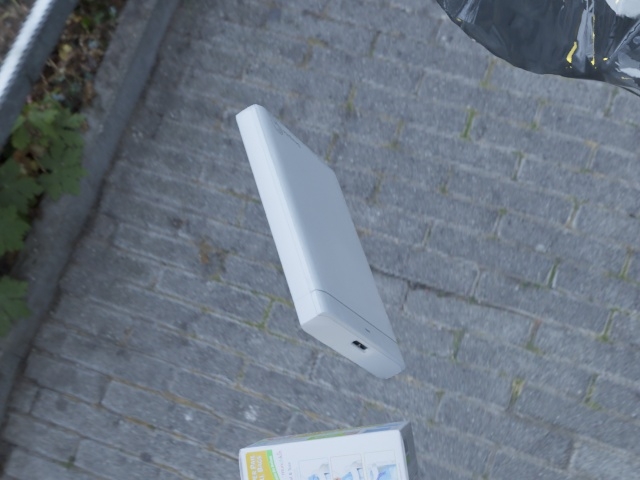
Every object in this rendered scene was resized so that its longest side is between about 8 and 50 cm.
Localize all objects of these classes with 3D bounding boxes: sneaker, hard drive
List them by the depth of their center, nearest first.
[{"bbox_3d":[0.115,-0.089,0.353,0.178,0.077,0.072,38,120,6],"label":"sneaker"},{"bbox_3d":[0.000,0.000,1.287,0.047,0.233,0.353,-31,54,16],"label":"hard drive"}]

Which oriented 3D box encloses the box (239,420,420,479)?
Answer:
[{"bbox_3d":[0.014,0.291,1.159,0.203,0.114,0.103,-9,83,11],"label":"box"}]
